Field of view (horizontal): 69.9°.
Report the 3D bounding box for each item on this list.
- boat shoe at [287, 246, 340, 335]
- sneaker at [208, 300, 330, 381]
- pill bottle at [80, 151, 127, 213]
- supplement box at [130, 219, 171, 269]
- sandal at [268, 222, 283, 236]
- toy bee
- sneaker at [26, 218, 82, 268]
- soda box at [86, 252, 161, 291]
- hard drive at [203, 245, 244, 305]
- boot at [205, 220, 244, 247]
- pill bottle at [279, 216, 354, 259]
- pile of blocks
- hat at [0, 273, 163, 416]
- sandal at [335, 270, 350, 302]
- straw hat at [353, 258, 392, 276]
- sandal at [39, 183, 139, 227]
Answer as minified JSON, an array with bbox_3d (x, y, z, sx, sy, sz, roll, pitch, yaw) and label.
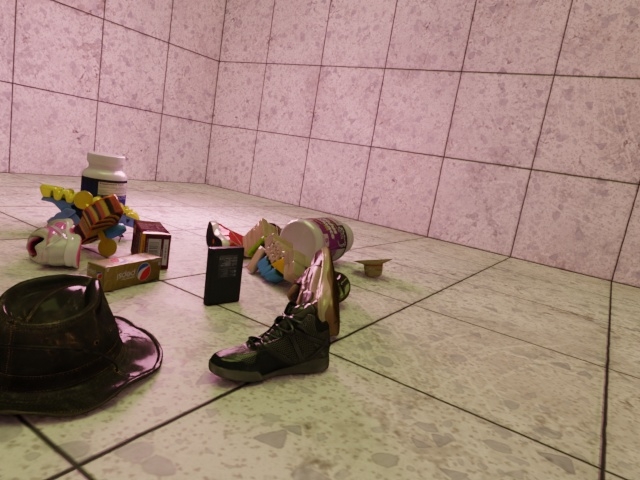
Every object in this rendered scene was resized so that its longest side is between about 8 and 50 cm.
[{"bbox_3d":[-0.022,0.118,1.103,0.123,0.123,0.342,-11,25,5],"label":"boat shoe"},{"bbox_3d":[-0.079,0.167,0.785,0.227,0.130,0.087,1,11,-30],"label":"sneaker"},{"bbox_3d":[-0.784,-0.181,1.658,0.153,0.265,0.153,9,10,-2],"label":"pill bottle"},{"bbox_3d":[-0.495,0.010,1.330,0.080,0.104,0.188,4,11,-30],"label":"supplement box"},{"bbox_3d":[-0.200,-0.025,1.838,0.120,0.086,0.303,12,11,16],"label":"sandal"},{"bbox_3d":[-0.658,-0.028,1.340,0.162,0.298,0.195,-28,66,-28],"label":"toy bee"},{"bbox_3d":[-0.706,0.000,1.198,0.111,0.103,0.252,4,11,-38],"label":"sneaker"},{"bbox_3d":[-0.473,0.074,1.112,0.058,0.061,0.181,14,11,22],"label":"soda box"},{"bbox_3d":[-0.228,0.082,1.085,0.022,0.135,0.094,14,10,42],"label":"hard drive"},{"bbox_3d":[-0.303,-0.001,1.633,0.176,0.088,0.244,4,20,-32],"label":"boot"},{"bbox_3d":[0.000,0.000,1.655,0.169,0.169,0.301,15,12,29],"label":"pill bottle"},{"bbox_3d":[-0.127,0.063,1.390,0.112,0.149,0.362,32,4,-35],"label":"pile of blocks"},{"bbox_3d":[-0.400,0.127,0.696,0.331,0.134,0.331,8,10,-2],"label":"hat"},{"bbox_3d":[0.023,0.128,1.279,0.090,0.060,0.219,-27,23,-16],"label":"sandal"},{"bbox_3d":[0.184,0.097,1.596,0.144,0.061,0.144,-2,-2,0],"label":"straw hat"},{"bbox_3d":[-0.774,-0.086,1.534,0.317,0.138,0.126,14,1,-12],"label":"sandal"}]
